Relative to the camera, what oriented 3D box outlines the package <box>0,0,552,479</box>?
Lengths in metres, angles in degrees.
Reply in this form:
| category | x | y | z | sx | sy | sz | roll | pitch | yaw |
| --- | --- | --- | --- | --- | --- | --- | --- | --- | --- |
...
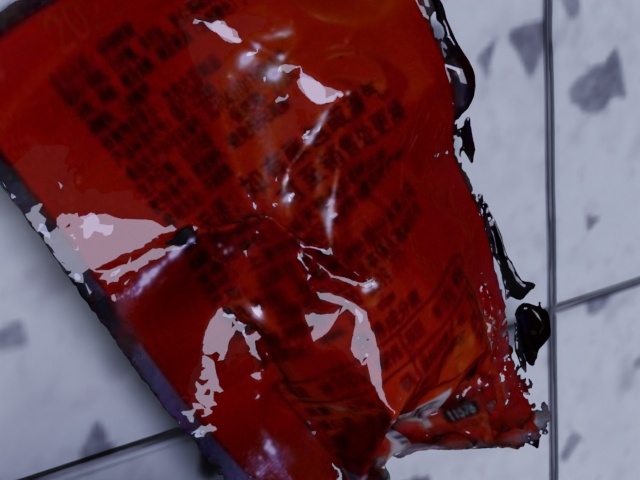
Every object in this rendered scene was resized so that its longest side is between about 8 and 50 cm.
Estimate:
| category | x | y | z | sx | sy | sz | roll | pitch | yaw |
| --- | --- | --- | --- | --- | --- | --- | --- | --- | --- |
| package | 0.000 | 0.000 | 0.588 | 0.194 | 0.071 | 0.269 | -43 | 121 | -34 |
